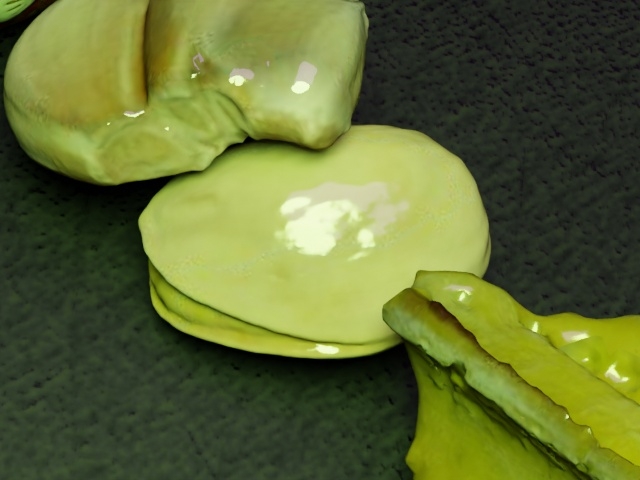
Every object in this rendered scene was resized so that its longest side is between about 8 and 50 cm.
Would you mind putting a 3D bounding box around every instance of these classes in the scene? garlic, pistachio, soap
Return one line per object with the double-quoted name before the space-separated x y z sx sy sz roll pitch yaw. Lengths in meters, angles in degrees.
"garlic" -0.079 -0.117 1.158 0.217 0.110 0.228 -14 22 13
"pistachio" 0.000 0.000 1.132 0.200 0.117 0.145 -6 45 -14
"soap" 0.236 0.122 1.073 0.304 0.169 0.338 -12 38 -44

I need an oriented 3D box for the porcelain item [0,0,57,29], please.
"porcelain item" -0.226 -0.252 1.184 0.252 0.253 0.253 5 55 -8
